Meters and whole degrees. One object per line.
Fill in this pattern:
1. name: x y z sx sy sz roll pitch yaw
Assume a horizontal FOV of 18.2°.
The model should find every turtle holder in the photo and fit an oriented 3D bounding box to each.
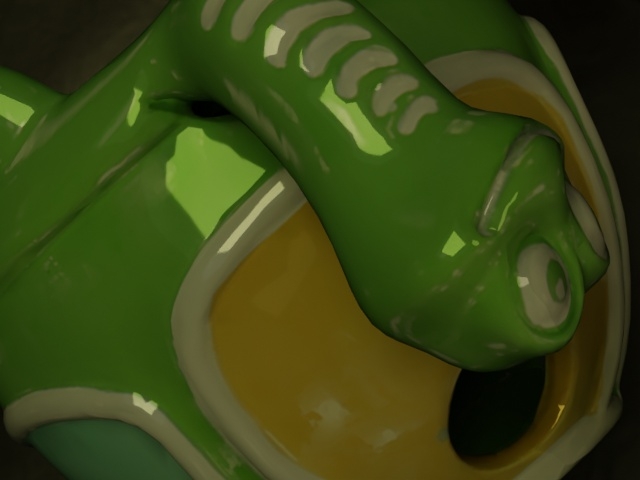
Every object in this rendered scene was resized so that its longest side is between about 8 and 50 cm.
1. turtle holder: 0.008 -0.006 0.698 0.227 0.243 0.320 52 137 2
